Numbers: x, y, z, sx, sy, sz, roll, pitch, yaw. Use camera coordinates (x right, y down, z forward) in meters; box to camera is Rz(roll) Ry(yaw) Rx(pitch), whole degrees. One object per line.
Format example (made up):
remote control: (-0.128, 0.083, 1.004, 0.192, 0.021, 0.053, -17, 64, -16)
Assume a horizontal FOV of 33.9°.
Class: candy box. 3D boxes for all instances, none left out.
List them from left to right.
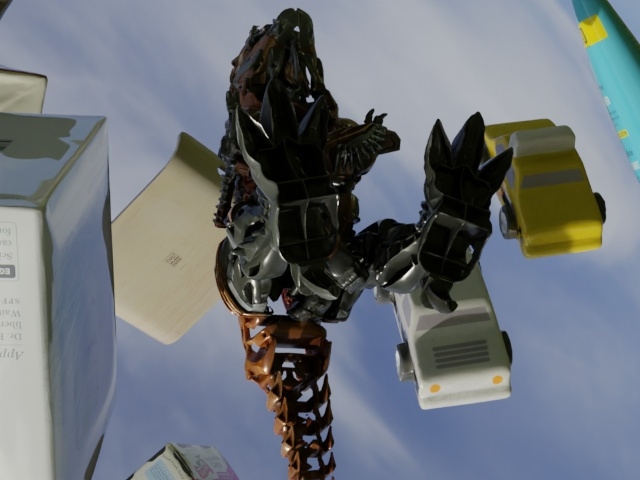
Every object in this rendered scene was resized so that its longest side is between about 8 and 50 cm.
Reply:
candy box: (-0.223, 0.351, 1.296, 0.071, 0.233, 0.159, 50, -176, 19)

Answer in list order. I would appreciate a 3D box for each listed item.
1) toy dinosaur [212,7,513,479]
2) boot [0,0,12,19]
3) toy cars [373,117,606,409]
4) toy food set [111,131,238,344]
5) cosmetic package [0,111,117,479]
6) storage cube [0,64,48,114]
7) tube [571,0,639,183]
toy dinosaur: (0.000, 0.000, 0.671, 0.164, 0.218, 0.322, -18, -97, -30)
boot: (-0.318, -0.290, 1.083, 0.082, 0.106, 0.219, 26, -103, -53)
toy cars: (0.163, -0.012, 0.989, 0.393, 0.176, 0.087, -49, -31, -37)
toy food set: (-0.228, 0.003, 1.582, 0.220, 0.306, 0.092, 37, -164, -32)
cosmetic package: (-0.210, 0.051, 0.656, 0.224, 0.138, 0.224, -97, 9, -71)
storage cube: (-0.497, -0.153, 1.421, 0.184, 0.193, 0.215, 8, -84, -33)
tube: (0.208, -0.100, 0.696, 0.207, 0.052, 0.080, 63, -169, 2)
